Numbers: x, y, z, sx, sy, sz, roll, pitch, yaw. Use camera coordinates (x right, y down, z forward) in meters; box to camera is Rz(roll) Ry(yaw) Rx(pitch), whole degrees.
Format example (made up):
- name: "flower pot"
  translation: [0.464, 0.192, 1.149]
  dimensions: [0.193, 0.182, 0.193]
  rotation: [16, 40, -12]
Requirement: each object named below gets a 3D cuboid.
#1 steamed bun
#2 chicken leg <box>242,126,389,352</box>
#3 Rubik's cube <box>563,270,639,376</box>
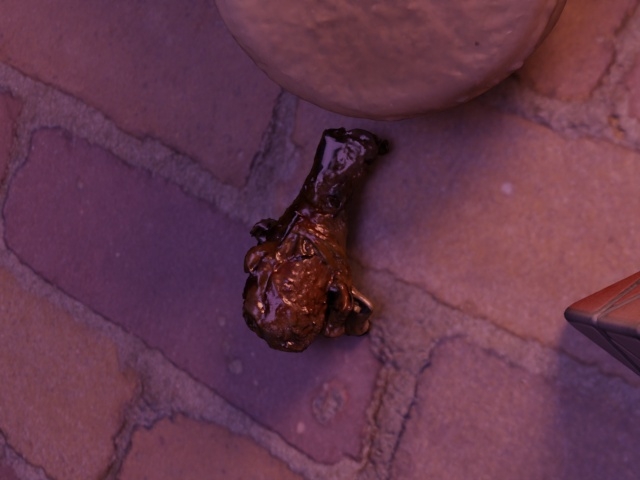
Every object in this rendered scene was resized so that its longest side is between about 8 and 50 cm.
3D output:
- name: "steamed bun"
  translation: [0.055, -0.237, 0.833]
  dimensions: [0.283, 0.177, 0.283]
  rotation: [6, 128, 8]
- name: "chicken leg"
  translation: [-0.007, 0.000, 0.956]
  dimensions: [0.125, 0.080, 0.196]
  rotation: [3, 81, 25]
- name: "Rubik's cube"
  translation: [0.298, 0.060, 0.693]
  dimensions: [0.229, 0.233, 0.228]
  rotation: [4, 45, 0]
